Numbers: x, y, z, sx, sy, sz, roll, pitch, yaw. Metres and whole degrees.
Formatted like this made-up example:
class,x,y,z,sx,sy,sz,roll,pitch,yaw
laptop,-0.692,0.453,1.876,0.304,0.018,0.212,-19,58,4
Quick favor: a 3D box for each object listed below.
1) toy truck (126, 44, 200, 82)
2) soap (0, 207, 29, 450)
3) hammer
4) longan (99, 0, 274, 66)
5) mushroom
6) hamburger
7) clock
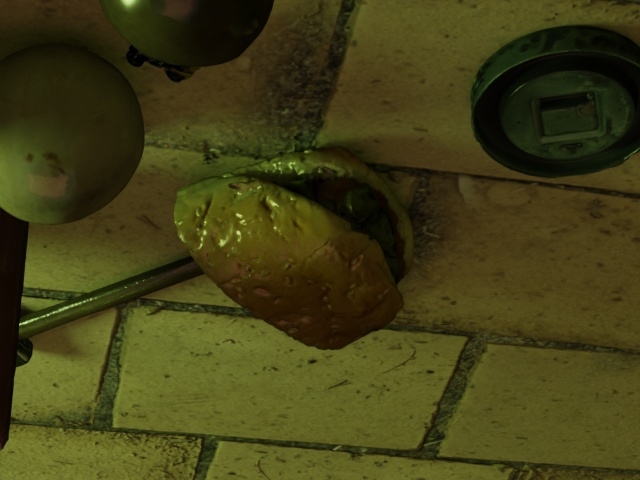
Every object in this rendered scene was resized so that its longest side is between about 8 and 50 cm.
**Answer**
class,x,y,z,sx,sy,sz,roll,pitch,yaw
toy truck,-0.168,-0.215,1.952,0.083,0.054,0.049,20,137,-26
soap,-0.476,0.075,2.065,0.232,0.360,0.128,-6,143,6
hammer,-0.294,0.076,2.346,0.365,0.043,0.111,-20,138,18
longan,-0.137,-0.259,1.804,0.189,0.189,0.189,-1,143,-1
mushroom,-0.303,-0.121,1.990,0.204,0.204,0.204,-1,143,-1
hamburger,0.002,-0.003,2.152,0.330,0.162,0.209,31,133,-29
clock,0.286,-0.160,2.054,0.226,0.049,0.226,-1,144,-1
